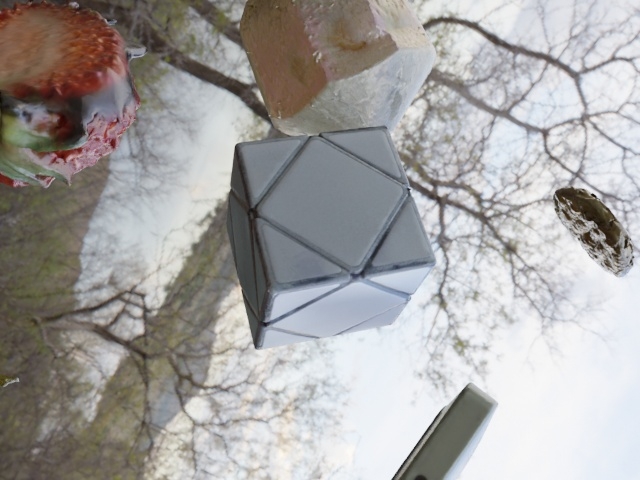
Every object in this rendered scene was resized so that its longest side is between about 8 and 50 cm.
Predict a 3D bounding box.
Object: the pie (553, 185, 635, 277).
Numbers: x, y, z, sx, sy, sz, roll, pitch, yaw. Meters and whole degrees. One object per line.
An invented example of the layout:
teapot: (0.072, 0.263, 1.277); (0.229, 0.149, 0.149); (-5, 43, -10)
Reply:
pie: (0.494, -0.020, 1.185); (0.046, 0.195, 0.195); (-36, -168, 2)

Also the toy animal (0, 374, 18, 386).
toy animal: (-0.457, 0.178, 0.782); (0.155, 0.095, 0.219); (-36, -172, -18)

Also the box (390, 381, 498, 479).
box: (0.196, 0.475, 1.264); (0.367, 0.090, 0.373); (-47, 157, -21)

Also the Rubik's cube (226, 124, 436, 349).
Rubik's cube: (0.000, 0.000, 0.840); (0.205, 0.207, 0.205); (111, -32, -59)

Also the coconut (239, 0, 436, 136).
coconut: (0.032, -0.305, 1.111); (0.297, 0.310, 0.297); (-23, 167, -6)

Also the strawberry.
strawberry: (-0.292, -0.154, 0.685); (0.306, 0.233, 0.138); (-91, -174, -57)
